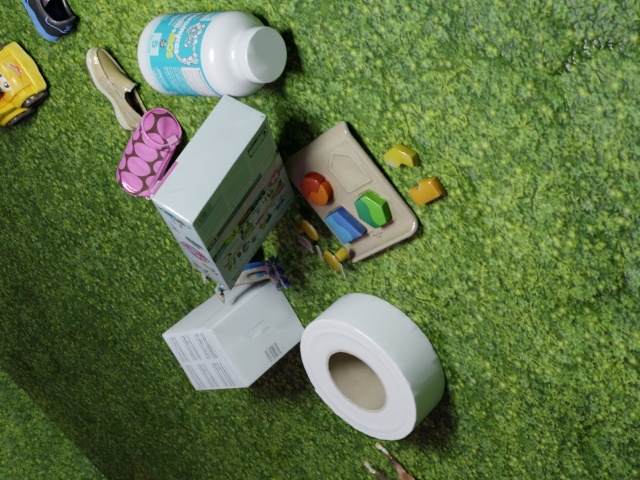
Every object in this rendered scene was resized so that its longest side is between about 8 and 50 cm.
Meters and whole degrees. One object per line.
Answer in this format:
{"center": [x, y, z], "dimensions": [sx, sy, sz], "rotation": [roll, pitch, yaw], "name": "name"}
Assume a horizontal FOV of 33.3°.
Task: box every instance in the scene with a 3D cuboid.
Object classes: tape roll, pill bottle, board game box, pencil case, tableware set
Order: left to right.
{"center": [-0.346, -0.174, 2.185], "dimensions": [0.098, 0.095, 0.209], "rotation": [57, 145, 16], "name": "pencil case"}
{"center": [-0.181, -0.318, 1.828], "dimensions": [0.264, 0.146, 0.146], "rotation": [9, 127, 43], "name": "pill bottle"}
{"center": [-0.160, -0.075, 1.855], "dimensions": [0.097, 0.224, 0.303], "rotation": [29, 163, 20], "name": "board game box"}
{"center": [0.000, 0.000, 1.992], "dimensions": [0.154, 0.024, 0.104], "rotation": [38, 159, 38], "name": "tableware set"}
{"center": [0.097, 0.245, 2.064], "dimensions": [0.286, 0.100, 0.286], "rotation": [28, 139, 28], "name": "tape roll"}

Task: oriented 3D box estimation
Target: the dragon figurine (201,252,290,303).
{"center": [-0.174, 0.038, 2.187], "dimensions": [0.289, 0.144, 0.085], "rotation": [40, 150, 48], "name": "dragon figurine"}

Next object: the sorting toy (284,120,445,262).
{"center": [0.070, -0.090, 1.844], "dimensions": [0.229, 0.041, 0.307], "rotation": [55, 145, -5], "name": "sorting toy"}

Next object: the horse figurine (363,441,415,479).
{"center": [0.159, 0.553, 2.300], "dimensions": [0.174, 0.066, 0.263], "rotation": [39, 141, 26], "name": "horse figurine"}

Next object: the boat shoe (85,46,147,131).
{"center": [-0.399, -0.310, 2.155], "dimensions": [0.072, 0.068, 0.190], "rotation": [-6, 127, 36], "name": "boat shoe"}

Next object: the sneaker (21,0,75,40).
{"center": [-0.578, -0.515, 2.152], "dimensions": [0.090, 0.081, 0.232], "rotation": [-20, 112, 50], "name": "sneaker"}

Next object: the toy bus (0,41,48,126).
{"center": [-0.747, -0.322, 2.391], "dimensions": [0.149, 0.211, 0.220], "rotation": [56, 143, -5], "name": "toy bus"}

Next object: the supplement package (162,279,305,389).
{"center": [-0.181, 0.199, 2.244], "dimensions": [0.203, 0.194, 0.149], "rotation": [-13, 110, 52], "name": "supplement package"}
